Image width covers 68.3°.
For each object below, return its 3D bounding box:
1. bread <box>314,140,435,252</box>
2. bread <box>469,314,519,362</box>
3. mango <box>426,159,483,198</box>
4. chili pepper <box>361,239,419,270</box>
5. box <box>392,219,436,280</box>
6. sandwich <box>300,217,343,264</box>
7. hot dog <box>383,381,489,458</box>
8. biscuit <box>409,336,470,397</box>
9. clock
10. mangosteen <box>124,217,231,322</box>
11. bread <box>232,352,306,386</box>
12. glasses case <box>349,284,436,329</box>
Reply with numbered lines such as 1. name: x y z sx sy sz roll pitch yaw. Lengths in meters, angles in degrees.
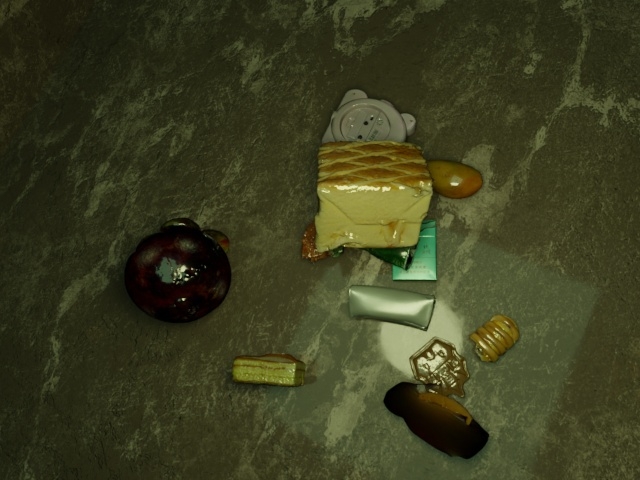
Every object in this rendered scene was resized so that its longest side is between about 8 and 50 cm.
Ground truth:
1. bread: 0.170 -0.161 1.636 0.391 0.279 0.371 -2 37 2
2. bread: 0.594 0.331 1.609 0.177 0.084 0.119 -41 72 -4
3. mango: 0.473 -0.231 1.761 0.254 0.113 0.138 18 80 18
4. chili pepper: 0.221 0.003 1.745 0.271 0.099 0.136 19 114 30
5. box: 0.349 0.037 1.757 0.161 0.042 0.226 0 77 14
6. sandwich: -0.001 -0.009 1.820 0.160 0.109 0.184 -18 67 8
7. hot dog: 0.392 0.573 1.574 0.326 0.107 0.194 41 104 23
8. biscuit: 0.425 0.454 1.639 0.182 0.034 0.215 -41 71 1
9. clock: 0.192 -0.427 1.877 0.322 0.113 0.295 25 82 16
10. mangosteen: -0.519 0.118 1.787 0.381 0.421 0.380 1 115 3
11. bread: -0.181 0.465 1.694 0.234 0.184 0.110 -1 72 11
12. glasses case: 0.255 0.237 1.709 0.308 0.083 0.128 7 84 14
